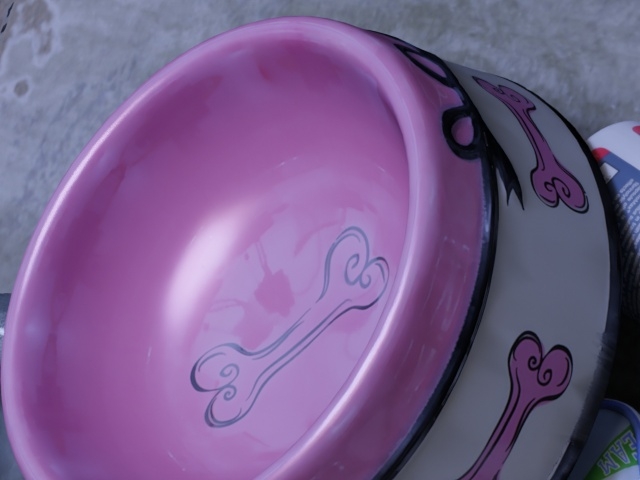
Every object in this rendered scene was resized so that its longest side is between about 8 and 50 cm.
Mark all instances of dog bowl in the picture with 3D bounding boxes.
[{"bbox_3d":[-0.028,0.044,1.201,0.408,0.150,0.408,-21,54,32],"label":"dog bowl"}]

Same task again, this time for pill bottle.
[{"bbox_3d":[0.229,0.012,1.188,0.180,0.108,0.108,39,98,41],"label":"pill bottle"}]

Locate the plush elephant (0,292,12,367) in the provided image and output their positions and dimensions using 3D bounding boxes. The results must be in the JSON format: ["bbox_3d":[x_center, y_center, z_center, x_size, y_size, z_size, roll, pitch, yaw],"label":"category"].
[{"bbox_3d":[-0.383,0.174,1.517,0.330,0.272,0.255,13,118,13],"label":"plush elephant"}]

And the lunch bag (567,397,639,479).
[{"bbox_3d":[0.100,0.239,1.197,0.303,0.115,0.243,-20,63,30],"label":"lunch bag"}]
